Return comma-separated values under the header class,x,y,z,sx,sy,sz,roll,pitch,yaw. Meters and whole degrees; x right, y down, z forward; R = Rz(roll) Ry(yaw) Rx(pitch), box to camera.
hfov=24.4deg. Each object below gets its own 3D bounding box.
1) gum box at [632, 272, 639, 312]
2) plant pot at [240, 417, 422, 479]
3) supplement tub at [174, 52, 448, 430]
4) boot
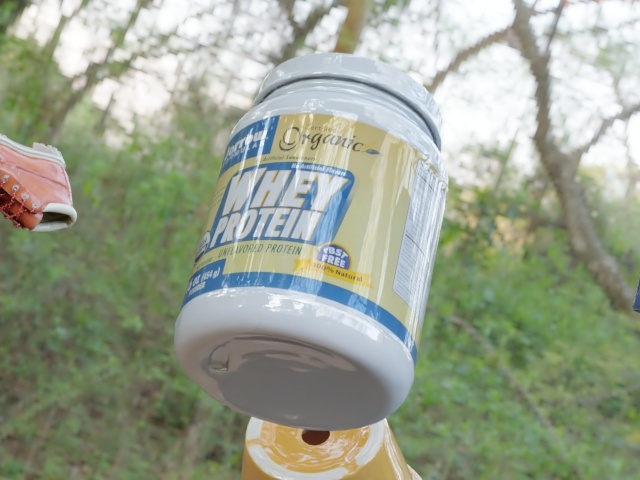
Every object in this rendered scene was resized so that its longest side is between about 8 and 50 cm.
class,x,y,z,sx,sy,sz,roll,pitch,yaw
gum box,0.274,-0.009,0.901,0.184,0.157,0.041,21,-12,-38
plant pot,0.006,0.239,1.389,0.205,0.205,0.188,19,-42,28
supplement tub,0.000,0.000,0.907,0.144,0.199,0.144,9,-31,6
boot,-0.292,-0.050,1.367,0.158,0.059,0.084,7,53,-48
